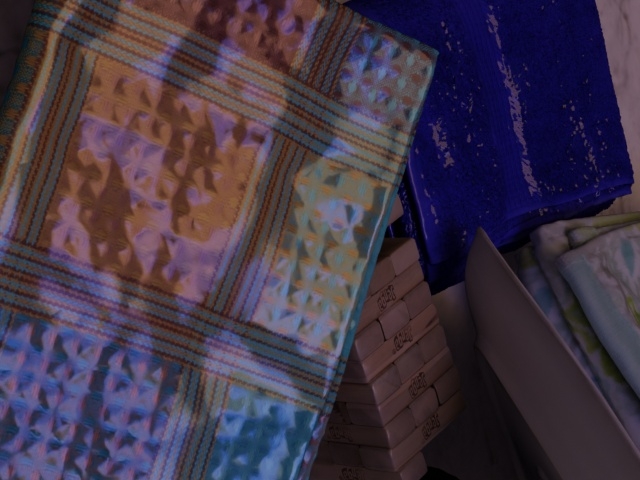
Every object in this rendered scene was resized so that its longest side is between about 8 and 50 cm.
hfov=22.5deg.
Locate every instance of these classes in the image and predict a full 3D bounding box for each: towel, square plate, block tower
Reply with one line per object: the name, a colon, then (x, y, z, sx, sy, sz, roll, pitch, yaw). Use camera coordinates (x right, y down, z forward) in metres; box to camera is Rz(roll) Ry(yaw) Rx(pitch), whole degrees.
towel: (-0.083, 0.016, 0.938, 0.271, 0.040, 0.370, 20, 85, -34)
towel: (0.329, 0.139, 1.282, 0.320, 0.090, 0.374, -10, 69, -51)
towel: (0.137, -0.095, 1.251, 0.308, 0.076, 0.227, -22, 106, -47)
square plate: (0.201, 0.210, 1.135, 0.049, 0.344, 0.347, -27, 136, -3)
block tower: (0.000, 0.000, 1.080, 0.097, 0.091, 0.335, -35, 115, -42)

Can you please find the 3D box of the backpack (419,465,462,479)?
backpack: (0.081, 0.263, 1.133, 0.182, 0.152, 0.115, -56, 132, -26)
